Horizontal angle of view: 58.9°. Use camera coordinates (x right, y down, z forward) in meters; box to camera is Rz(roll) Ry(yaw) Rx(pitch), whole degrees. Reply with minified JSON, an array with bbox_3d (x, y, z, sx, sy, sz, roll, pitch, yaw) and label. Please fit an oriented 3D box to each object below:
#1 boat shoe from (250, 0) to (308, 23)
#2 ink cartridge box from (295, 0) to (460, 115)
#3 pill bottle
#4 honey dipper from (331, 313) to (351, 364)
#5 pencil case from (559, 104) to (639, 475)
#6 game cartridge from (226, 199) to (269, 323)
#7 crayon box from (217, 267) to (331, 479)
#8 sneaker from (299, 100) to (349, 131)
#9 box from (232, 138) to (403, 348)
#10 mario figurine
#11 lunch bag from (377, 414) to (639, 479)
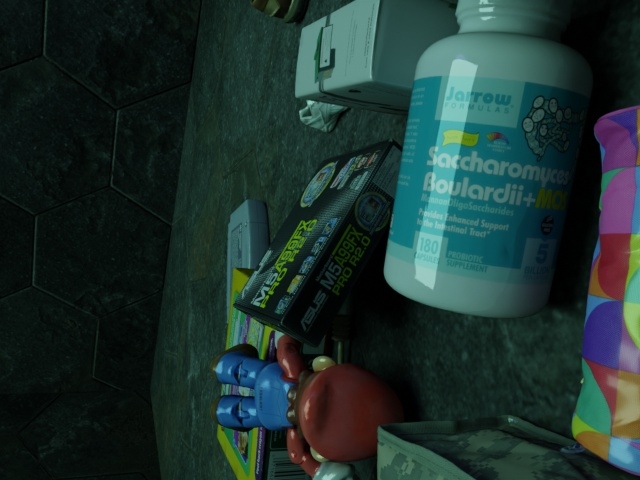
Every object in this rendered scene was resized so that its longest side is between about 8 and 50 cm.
[{"bbox_3d":[-0.070,-0.608,1.121,0.122,0.120,0.324,-145,62,-63],"label":"boat shoe"},{"bbox_3d":[0.082,-0.201,0.642,0.219,0.160,0.092,-158,74,-67],"label":"ink cartridge box"},{"bbox_3d":[0.144,-0.077,0.490,0.146,0.146,0.264,-153,69,-65],"label":"pill bottle"},{"bbox_3d":[0.030,0.194,0.863,0.030,0.030,0.160,-173,84,-67],"label":"honey dipper"},{"bbox_3d":[0.217,0.033,0.363,0.104,0.104,0.236,-169,85,-67],"label":"pencil case"},{"bbox_3d":[-0.173,0.062,1.332,0.196,0.060,0.294,148,123,-66],"label":"game cartridge"},{"bbox_3d":[-0.097,0.253,1.051,0.313,0.106,0.362,-164,80,-68],"label":"crayon box"},{"bbox_3d":[0.013,-0.233,0.936,0.152,0.061,0.053,132,139,-53],"label":"sneaker"},{"bbox_3d":[0.000,0.000,0.771,0.270,0.060,0.216,-58,20,-12],"label":"box"},{"bbox_3d":[-0.010,0.223,0.785,0.320,0.170,0.198,-3,120,46],"label":"mario figurine"},{"bbox_3d":[0.158,0.263,0.371,0.287,0.169,0.235,171,101,-71],"label":"lunch bag"}]
